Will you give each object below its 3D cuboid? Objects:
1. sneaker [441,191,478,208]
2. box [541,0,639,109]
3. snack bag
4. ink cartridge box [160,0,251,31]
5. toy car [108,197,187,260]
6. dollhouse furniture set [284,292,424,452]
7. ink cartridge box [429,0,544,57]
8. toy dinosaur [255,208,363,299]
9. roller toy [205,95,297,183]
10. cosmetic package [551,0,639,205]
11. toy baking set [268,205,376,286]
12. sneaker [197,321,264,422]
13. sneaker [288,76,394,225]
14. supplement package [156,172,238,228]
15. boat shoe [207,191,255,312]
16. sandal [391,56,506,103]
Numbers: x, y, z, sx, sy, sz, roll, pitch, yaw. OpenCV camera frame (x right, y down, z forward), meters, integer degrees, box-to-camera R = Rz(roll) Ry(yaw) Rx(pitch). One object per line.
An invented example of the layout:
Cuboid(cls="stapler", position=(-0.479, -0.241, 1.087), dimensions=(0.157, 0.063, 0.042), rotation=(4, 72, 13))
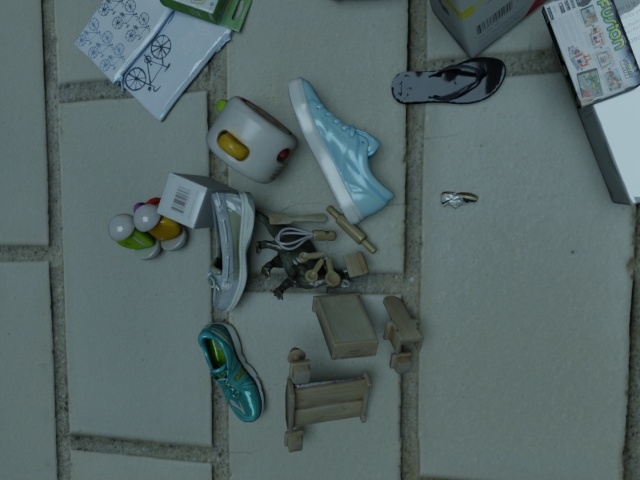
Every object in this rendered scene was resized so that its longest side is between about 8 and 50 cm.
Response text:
Cuboid(cls="sneaker", position=(0.320, -0.092, 1.241), dimensions=(0.083, 0.032, 0.037), rotation=(6, 109, 19))
Cuboid(cls="box", position=(0.508, -0.365, 1.010), dimensions=(0.114, 0.036, 0.207), rotation=(-20, 89, 17))
Cuboid(cls="snack bag", position=(-0.439, -0.524, 1.396), dimensions=(0.342, 0.037, 0.323), rotation=(46, 103, 7))
Cuboid(cls="ink cartridge box", position=(-0.281, -0.603, 1.313), dimensions=(0.209, 0.062, 0.109), rotation=(21, 87, 3))
Cuboid(cls="toy car", position=(-0.443, -0.044, 1.390), dimensions=(0.182, 0.159, 0.136), rotation=(-19, 55, 15))
Cuboid(cls="dollhouse furniture set", position=(0.057, 0.319, 1.319), dimensions=(0.303, 0.174, 0.356), rotation=(-3, 124, -14))
Cuboid(cls="ink cartridge box", position=(0.338, -0.556, 1.008), dimensions=(0.279, 0.384, 0.160), rotation=(-36, 76, 14))
Cuboid(cls="toy dinosaur", position=(-0.063, 0.042, 1.304), dimensions=(0.313, 0.160, 0.121), rotation=(45, 138, 19))
Cuboid(cls="roller toy", position=(-0.163, -0.228, 1.265), dimensions=(0.146, 0.191, 0.209), rotation=(-53, 37, 13))
Cuboid(cls="cosmetic package", position=(0.641, -0.282, 1.076), dimensions=(0.217, 0.156, 0.385), rotation=(-23, 87, 17))
Cuboid(cls="toy baking set", position=(0.006, -0.002, 1.262), dimensions=(0.256, 0.196, 0.030), rotation=(48, 147, 18))
Cuboid(cls="sneaker", position=(-0.238, 0.342, 1.370), dimensions=(0.107, 0.110, 0.275), rotation=(-28, 88, 14))
Cuboid(cls="sneaker", position=(0.055, -0.227, 1.254), dimensions=(0.150, 0.135, 0.366), rotation=(-26, 96, 7))
Cuboid(cls="supplement package", position=(-0.296, -0.097, 1.316), dimensions=(0.105, 0.179, 0.105), rotation=(22, 99, 12))
Cuboid(cls="boat shoe", position=(-0.232, 0.031, 1.307), dimensions=(0.103, 0.118, 0.320), rotation=(2, 120, -23))
Cuboid(cls="sandal", position=(0.287, -0.352, 1.214), dimensions=(0.254, 0.054, 0.097), rotation=(-7, 92, 15))
